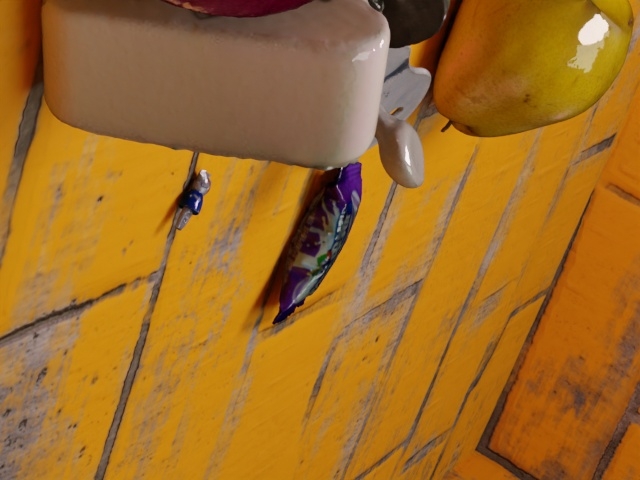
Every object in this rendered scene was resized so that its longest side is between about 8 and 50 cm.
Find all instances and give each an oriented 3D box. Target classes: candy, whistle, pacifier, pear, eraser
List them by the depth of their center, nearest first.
[{"bbox_3d":[-0.069,-0.198,1.395,0.331,0.331,0.150,-40,151,-41],"label":"eraser"},{"bbox_3d":[-0.160,-0.051,1.772,0.083,0.029,0.033,-64,152,-16],"label":"whistle"},{"bbox_3d":[0.073,-0.148,1.930,0.227,0.207,0.279,-43,159,5],"label":"pacifier"},{"bbox_3d":[0.000,0.000,2.153,0.275,0.070,0.145,-67,166,15],"label":"candy"},{"bbox_3d":[0.333,-0.289,2.229,0.285,0.285,0.336,-29,146,-53],"label":"pear"}]

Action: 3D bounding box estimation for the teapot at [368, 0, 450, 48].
[{"bbox_3d":[0.082,-0.372,1.609,0.200,0.270,0.337,46,55,-29],"label":"teapot"}]

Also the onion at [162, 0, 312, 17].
[{"bbox_3d":[-0.036,-0.351,1.164,0.347,0.385,0.348,-5,99,-39],"label":"onion"}]
